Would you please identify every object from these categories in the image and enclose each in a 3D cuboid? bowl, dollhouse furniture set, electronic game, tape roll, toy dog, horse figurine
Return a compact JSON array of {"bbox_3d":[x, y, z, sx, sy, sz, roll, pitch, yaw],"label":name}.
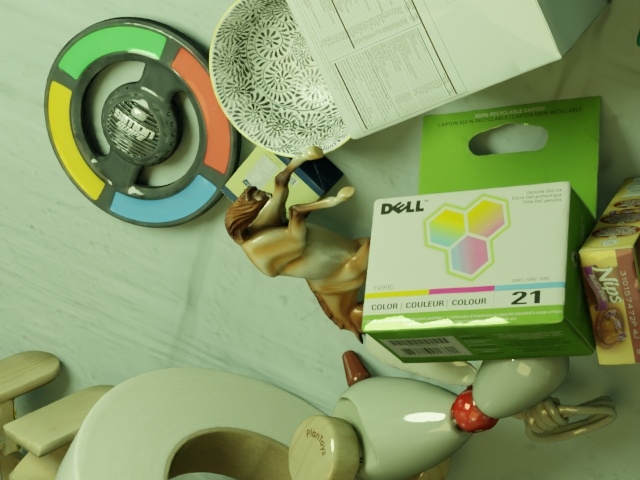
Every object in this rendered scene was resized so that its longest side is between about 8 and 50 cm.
[{"bbox_3d":[-0.015,-0.172,1.444,0.170,0.080,0.170,9,114,20],"label":"bowl"},{"bbox_3d":[-0.215,0.341,1.713,0.394,0.256,0.362,19,119,39],"label":"dollhouse furniture set"},{"bbox_3d":[-0.188,-0.121,1.561,0.229,0.048,0.229,9,114,21],"label":"electronic game"},{"bbox_3d":[-0.074,0.288,1.488,0.392,0.392,0.072,35,121,7],"label":"tape roll"},{"bbox_3d":[0.108,0.140,1.484,0.333,0.220,0.161,-26,62,26],"label":"toy dog"},{"bbox_3d":[0.000,0.000,1.466,0.263,0.066,0.174,22,131,-37],"label":"horse figurine"}]

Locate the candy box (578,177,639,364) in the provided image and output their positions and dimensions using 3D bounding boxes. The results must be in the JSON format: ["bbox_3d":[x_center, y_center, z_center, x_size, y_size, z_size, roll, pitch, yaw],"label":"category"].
[{"bbox_3d":[0.284,0.023,1.333,0.053,0.186,0.109,-5,109,25],"label":"candy box"}]

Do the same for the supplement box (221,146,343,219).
[{"bbox_3d":[-0.039,-0.059,1.516,0.083,0.056,0.083,43,121,1],"label":"supplement box"}]

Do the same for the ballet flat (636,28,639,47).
[{"bbox_3d":[0.318,-0.213,1.307,0.041,0.041,0.114,27,121,11],"label":"ballet flat"}]

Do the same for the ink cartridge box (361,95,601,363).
[{"bbox_3d":[0.149,-0.026,1.342,0.188,0.097,0.255,-5,66,26],"label":"ink cartridge box"}]

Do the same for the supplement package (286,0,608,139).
[{"bbox_3d":[0.114,-0.213,1.303,0.203,0.194,0.149,-20,103,30],"label":"supplement package"}]
